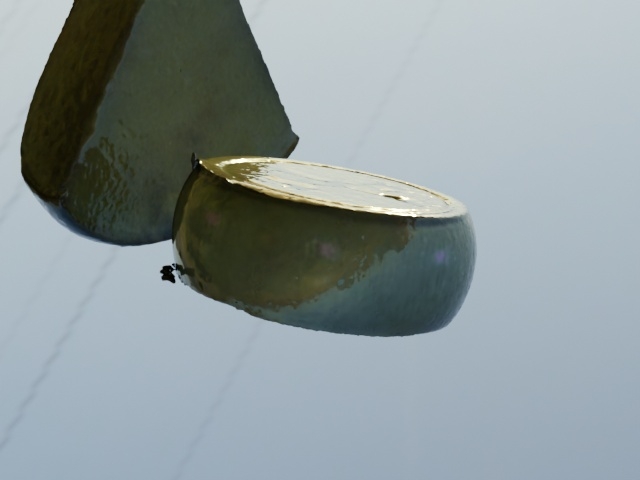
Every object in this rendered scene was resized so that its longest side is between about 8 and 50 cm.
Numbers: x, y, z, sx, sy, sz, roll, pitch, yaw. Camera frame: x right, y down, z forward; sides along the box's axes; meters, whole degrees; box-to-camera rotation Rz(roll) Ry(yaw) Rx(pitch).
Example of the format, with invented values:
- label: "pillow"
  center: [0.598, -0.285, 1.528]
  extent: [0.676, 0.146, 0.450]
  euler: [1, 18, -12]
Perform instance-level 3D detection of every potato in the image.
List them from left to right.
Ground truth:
- label: "potato"
  center: [-0.168, -0.113, 1.489]
  extent: [0.112, 0.269, 0.255]
  euler: [8, -134, 41]

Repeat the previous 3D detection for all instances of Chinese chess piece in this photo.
- label: "Chinese chess piece"
  center: [0.000, 0.000, 1.332]
  extent: [0.238, 0.238, 0.092]
  euler: [33, -65, 61]
